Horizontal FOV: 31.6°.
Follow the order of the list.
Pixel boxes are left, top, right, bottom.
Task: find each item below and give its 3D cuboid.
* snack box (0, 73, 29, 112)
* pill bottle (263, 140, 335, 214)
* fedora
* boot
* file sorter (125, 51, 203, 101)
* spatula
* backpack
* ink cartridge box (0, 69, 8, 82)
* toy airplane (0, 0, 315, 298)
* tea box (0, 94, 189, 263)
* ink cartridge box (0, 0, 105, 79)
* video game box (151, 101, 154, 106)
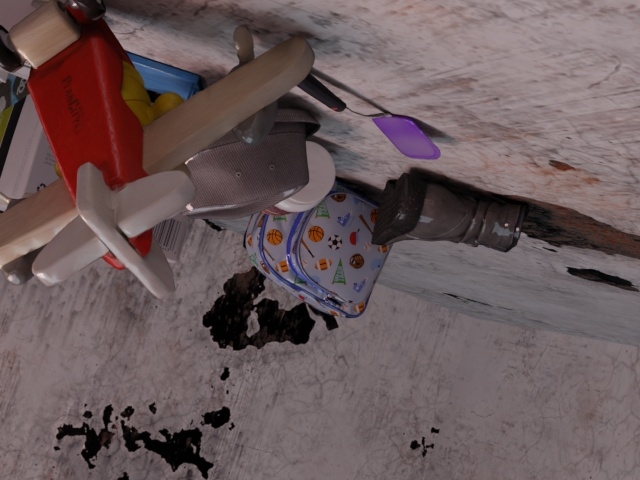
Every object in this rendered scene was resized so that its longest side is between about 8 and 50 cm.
[{"bbox_3d":[-0.579,-0.226,1.691,0.187,0.060,0.322,20,-144,15],"label":"snack box"},{"bbox_3d":[-0.051,-0.105,1.889,0.121,0.121,0.221,19,174,-14],"label":"pill bottle"},{"bbox_3d":[-0.126,-0.100,1.621,0.275,0.124,0.243,-11,174,-21],"label":"fedora"},{"bbox_3d":[0.214,-0.025,1.911,0.222,0.118,0.338,13,179,-5],"label":"boot"},{"bbox_3d":[-0.247,-0.198,1.698,0.118,0.104,0.170,18,174,0],"label":"file sorter"},{"bbox_3d":[0.045,-0.169,1.443,0.296,0.030,0.084,23,171,-40],"label":"spatula"},{"bbox_3d":[0.000,0.000,2.131,0.263,0.276,0.213,26,168,-13],"label":"backpack"},{"bbox_3d":[-0.507,-0.296,1.645,0.143,0.090,0.092,16,174,6],"label":"ink cartridge box"},{"bbox_3d":[-0.222,-0.087,1.289,0.386,0.384,0.272,13,162,29],"label":"toy airplane"},{"bbox_3d":[-0.441,-0.110,1.994,0.329,0.220,0.323,23,167,-40],"label":"tea box"},{"bbox_3d":[-0.399,-0.278,1.497,0.153,0.087,0.208,21,173,-31],"label":"ink cartridge box"},{"bbox_3d":[-0.294,-0.208,2.034,0.205,0.048,0.187,16,171,17],"label":"video game box"}]
